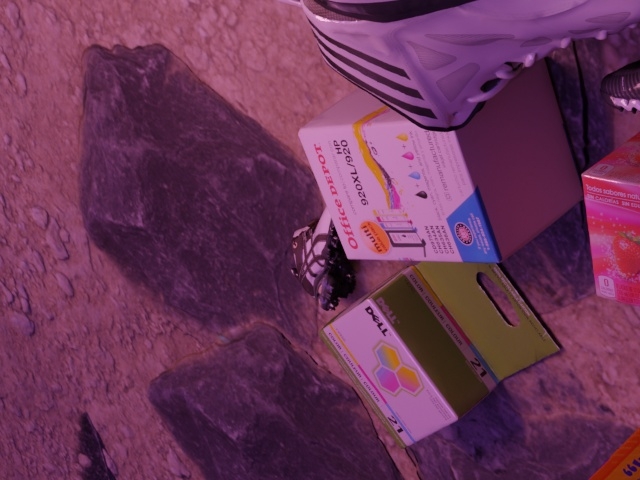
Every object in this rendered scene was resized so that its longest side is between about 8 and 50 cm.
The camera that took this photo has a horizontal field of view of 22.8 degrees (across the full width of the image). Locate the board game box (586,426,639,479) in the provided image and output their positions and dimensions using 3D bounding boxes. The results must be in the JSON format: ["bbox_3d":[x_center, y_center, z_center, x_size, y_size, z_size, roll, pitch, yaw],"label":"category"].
[{"bbox_3d":[0.472,0.358,1.546,0.356,0.356,0.356,27,134,32],"label":"board game box"}]

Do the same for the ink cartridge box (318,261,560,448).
[{"bbox_3d":[0.139,0.122,1.939,0.189,0.097,0.255,54,143,2],"label":"ink cartridge box"}]

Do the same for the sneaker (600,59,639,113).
[{"bbox_3d":[0.360,-0.185,1.498,0.234,0.078,0.106,-7,108,46],"label":"sneaker"}]

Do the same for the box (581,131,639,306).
[{"bbox_3d":[0.417,-0.011,1.501,0.300,0.154,0.142,14,127,42],"label":"box"}]

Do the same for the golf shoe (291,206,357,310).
[{"bbox_3d":[0.000,0.000,2.013,0.094,0.077,0.198,35,137,25],"label":"golf shoe"}]

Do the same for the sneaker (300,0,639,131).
[{"bbox_3d":[0.203,-0.231,1.488,0.448,0.169,0.257,-2,152,7],"label":"sneaker"}]

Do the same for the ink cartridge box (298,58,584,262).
[{"bbox_3d":[0.130,-0.086,1.734,0.233,0.168,0.171,1,118,47],"label":"ink cartridge box"}]

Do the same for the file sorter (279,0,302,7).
[{"bbox_3d":[0.024,-0.387,1.609,0.173,0.193,0.277,22,132,39],"label":"file sorter"}]
